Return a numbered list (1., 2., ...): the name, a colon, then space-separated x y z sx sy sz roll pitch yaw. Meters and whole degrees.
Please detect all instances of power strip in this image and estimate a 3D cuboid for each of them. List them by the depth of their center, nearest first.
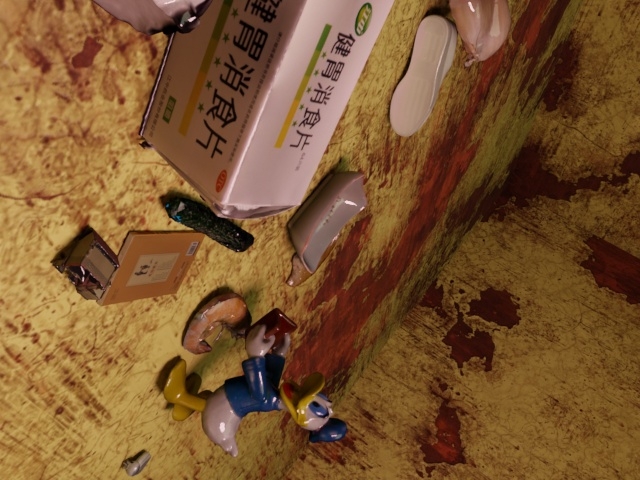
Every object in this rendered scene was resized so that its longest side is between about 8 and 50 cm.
1. power strip: -0.373 0.450 1.213 0.055 0.035 0.083 -55 173 -4

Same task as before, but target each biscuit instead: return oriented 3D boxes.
1. biscuit: 0.001 0.001 1.393 0.176 0.031 0.229 -29 147 -55

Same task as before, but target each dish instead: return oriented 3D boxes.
1. dish: 0.008 -0.051 1.265 0.212 0.077 0.151 -52 161 -15

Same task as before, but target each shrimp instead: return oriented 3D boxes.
1. shrimp: -0.195 0.175 1.189 0.143 0.052 0.251 -42 152 -8

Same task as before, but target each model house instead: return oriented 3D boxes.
1. model house: -0.285 0.032 0.753 0.083 0.057 0.058 63 33 -46

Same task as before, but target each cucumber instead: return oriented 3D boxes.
1. cucumber: -0.170 -0.025 0.934 0.043 0.044 0.256 -40 160 5

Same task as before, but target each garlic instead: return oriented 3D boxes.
1. garlic: 0.341 -0.483 1.253 0.228 0.110 0.217 63 34 -51

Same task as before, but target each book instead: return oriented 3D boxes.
1. book: -0.247 0.038 0.898 0.118 0.012 0.172 -62 160 12

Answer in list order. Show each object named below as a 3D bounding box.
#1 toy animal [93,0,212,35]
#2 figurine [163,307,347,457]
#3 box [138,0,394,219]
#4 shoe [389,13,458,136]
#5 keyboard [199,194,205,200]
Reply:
1. toy animal: -0.116 -0.298 0.468 0.235 0.165 0.187 -51 142 -9
2. figurine: -0.097 0.283 1.161 0.204 0.338 0.284 68 46 -73
3. box: -0.064 -0.208 0.687 0.145 0.173 0.333 -3 125 -52
4. shoe: 0.236 -0.357 1.313 0.110 0.095 0.265 -32 146 -51
5. keyboard: -0.082 -0.186 0.925 0.317 0.027 0.106 -46 154 -30
